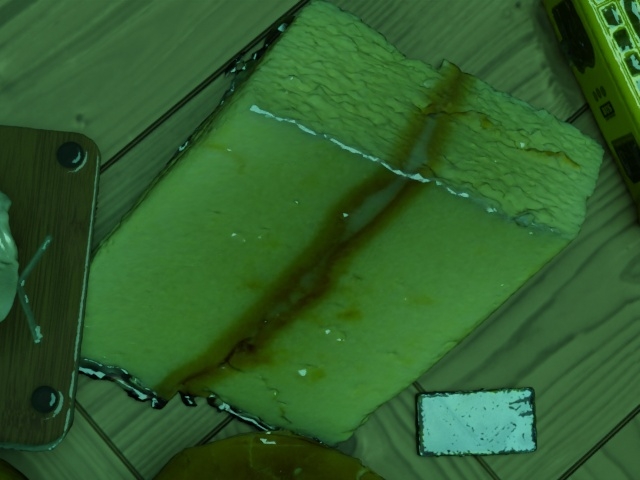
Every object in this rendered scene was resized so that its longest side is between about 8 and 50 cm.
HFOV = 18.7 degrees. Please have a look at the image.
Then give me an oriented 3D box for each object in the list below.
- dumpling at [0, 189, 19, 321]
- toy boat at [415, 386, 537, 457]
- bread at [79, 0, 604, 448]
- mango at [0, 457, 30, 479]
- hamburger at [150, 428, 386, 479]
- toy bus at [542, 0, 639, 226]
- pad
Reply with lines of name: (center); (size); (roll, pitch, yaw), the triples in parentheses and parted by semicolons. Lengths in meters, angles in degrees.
dumpling: (-0.357, 0.008, 1.641); (0.258, 0.147, 0.193); (11, 104, 28)
toy boat: (0.146, 0.170, 1.810); (0.115, 0.016, 0.063); (-1, 86, -9)
bread: (0.000, 0.000, 1.797); (0.346, 0.242, 0.405); (36, 114, -8)
mango: (-0.261, 0.340, 1.597); (0.182, 0.253, 0.365); (-27, 71, -19)
hamburger: (-0.047, 0.323, 1.687); (0.290, 0.170, 0.314); (15, 84, 6)
toy bus: (0.339, -0.117, 1.800); (0.152, 0.144, 0.330); (-25, 89, -11)
pad: (-0.346, 0.034, 1.715); (0.284, 0.018, 0.286); (5, 82, 3)
